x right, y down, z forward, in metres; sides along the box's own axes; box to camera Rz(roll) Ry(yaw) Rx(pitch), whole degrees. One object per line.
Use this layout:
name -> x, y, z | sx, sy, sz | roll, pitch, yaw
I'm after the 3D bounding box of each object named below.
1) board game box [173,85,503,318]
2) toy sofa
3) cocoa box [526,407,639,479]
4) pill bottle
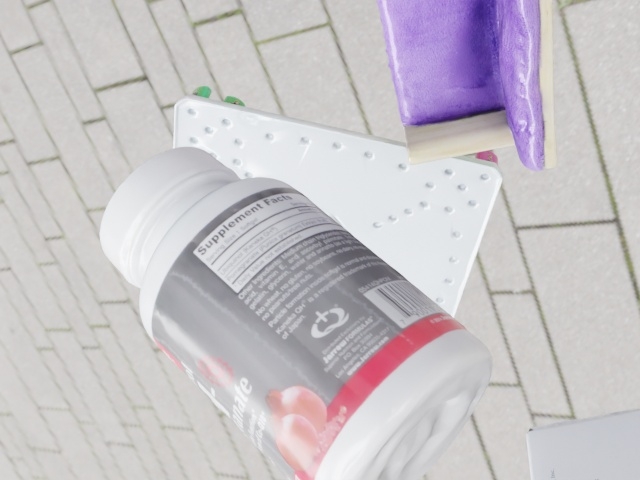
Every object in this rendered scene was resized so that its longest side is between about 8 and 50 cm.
board game box -> 0.000, 0.000, 1.209 | 0.390, 0.050, 0.389 | 13, 133, 3
toy sofa -> 0.128, -0.221, 0.872 | 0.150, 0.177, 0.362 | -10, 141, 7
cocoa box -> 0.376, 0.384, 0.991 | 0.232, 0.347, 0.228 | -17, 135, 22
pill bottle -> -0.034, 0.060, 0.752 | 0.318, 0.176, 0.176 | 40, 136, 27
